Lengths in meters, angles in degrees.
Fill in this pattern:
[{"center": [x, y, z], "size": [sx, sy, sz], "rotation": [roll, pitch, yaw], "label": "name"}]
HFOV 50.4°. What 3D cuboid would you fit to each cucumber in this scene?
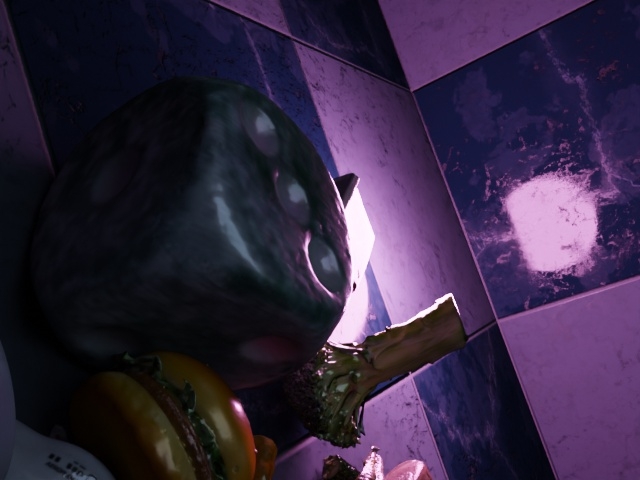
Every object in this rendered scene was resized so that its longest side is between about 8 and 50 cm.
[{"center": [0.068, 0.480, 1.333], "size": [0.187, 0.058, 0.058], "rotation": [49, 32, -34], "label": "cucumber"}]

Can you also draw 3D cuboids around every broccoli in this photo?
[{"center": [0.088, 0.202, 1.243], "size": [0.252, 0.361, 0.221], "rotation": [44, 4, -13], "label": "broccoli"}]

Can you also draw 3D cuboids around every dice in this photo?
[{"center": [-0.165, 0.006, 0.961], "size": [0.348, 0.330, 0.328], "rotation": [41, 36, -44], "label": "dice"}]

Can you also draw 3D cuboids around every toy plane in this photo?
[{"center": [-0.304, 0.246, 0.710], "size": [0.252, 0.118, 0.252], "rotation": [43, -7, 6], "label": "toy plane"}]

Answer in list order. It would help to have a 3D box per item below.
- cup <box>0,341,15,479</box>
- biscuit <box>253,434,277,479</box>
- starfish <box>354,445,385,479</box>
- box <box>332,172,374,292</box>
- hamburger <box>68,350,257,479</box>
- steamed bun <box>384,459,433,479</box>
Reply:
[{"center": [-0.424, 0.147, 0.458], "size": [0.371, 0.253, 0.254], "rotation": [-20, 88, -62], "label": "cup"}, {"center": [-0.143, 0.283, 0.982], "size": [0.174, 0.183, 0.039], "rotation": [-70, 166, -53], "label": "biscuit"}, {"center": [0.022, 0.429, 1.057], "size": [0.397, 0.383, 0.132], "rotation": [18, 90, -29], "label": "starfish"}, {"center": [0.000, 0.000, 1.447], "size": [0.168, 0.193, 0.294], "rotation": [66, 25, -22], "label": "box"}, {"center": [-0.183, 0.239, 0.831], "size": [0.170, 0.246, 0.246], "rotation": [-23, 90, -40], "label": "hamburger"}, {"center": [0.181, 0.567, 1.431], "size": [0.175, 0.106, 0.145], "rotation": [-43, 114, -48], "label": "steamed bun"}]
